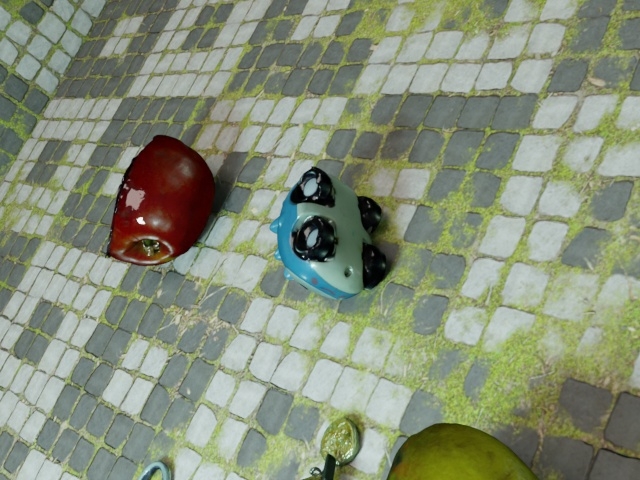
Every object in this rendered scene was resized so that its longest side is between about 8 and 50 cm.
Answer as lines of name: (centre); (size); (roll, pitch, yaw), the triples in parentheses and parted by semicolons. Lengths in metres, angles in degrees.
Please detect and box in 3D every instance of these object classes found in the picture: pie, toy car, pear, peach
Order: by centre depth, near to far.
pear: (0.190, 0.390, 1.105); (0.269, 0.269, 0.321); (-39, 42, 16)
pie: (0.033, 0.341, 1.473); (0.084, 0.021, 0.084); (-23, 52, 32)
toy car: (0.000, 0.000, 1.631); (0.190, 0.188, 0.255); (-34, 45, 33)
peach: (-0.351, -0.094, 2.034); (0.257, 0.201, 0.361); (112, 176, -46)

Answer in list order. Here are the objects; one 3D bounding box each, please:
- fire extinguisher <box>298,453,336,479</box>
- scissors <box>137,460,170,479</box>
fire extinguisher: (-0.065, 0.489, 1.402); (0.311, 0.095, 0.114); (-54, 7, -1)
scissors: (-0.382, 0.630, 1.651); (0.256, 0.029, 0.383); (-30, 45, 25)
